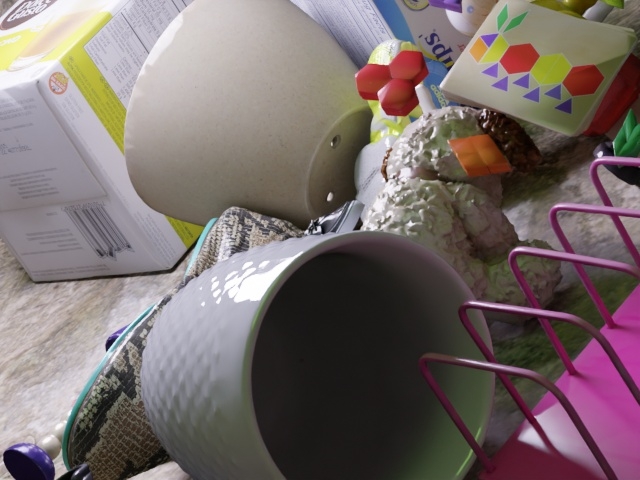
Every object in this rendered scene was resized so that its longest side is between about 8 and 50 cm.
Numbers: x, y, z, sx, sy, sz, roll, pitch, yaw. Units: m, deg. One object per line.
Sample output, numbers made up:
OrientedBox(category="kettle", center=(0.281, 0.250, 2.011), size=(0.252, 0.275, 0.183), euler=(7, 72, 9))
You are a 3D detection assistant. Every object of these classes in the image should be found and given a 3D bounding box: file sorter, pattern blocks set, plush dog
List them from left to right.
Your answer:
OrientedBox(category="plush dog", center=(0.121, -0.040, 1.902), size=(0.262, 0.211, 0.225), euler=(-8, 60, 45))
OrientedBox(category="pattern blocks set", center=(0.224, -0.182, 1.851), size=(0.325, 0.026, 0.285), euler=(33, 74, 35))
OrientedBox(category="file sorter", center=(0.261, 0.081, 1.612), size=(0.290, 0.182, 0.202), euler=(-46, 28, -24))

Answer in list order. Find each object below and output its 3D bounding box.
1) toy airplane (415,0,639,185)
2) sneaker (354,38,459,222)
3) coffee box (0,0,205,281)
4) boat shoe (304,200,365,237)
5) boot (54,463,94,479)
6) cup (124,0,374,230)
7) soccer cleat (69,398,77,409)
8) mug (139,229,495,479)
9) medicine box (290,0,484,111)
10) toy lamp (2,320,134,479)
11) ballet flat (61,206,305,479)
OrientedBox(category="toy airplane", center=(0.260, -0.237, 2.065), size=(0.384, 0.272, 0.386), euler=(-32, 31, 56))
OrientedBox(category="sneaker", center=(0.117, -0.123, 2.177), size=(0.091, 0.126, 0.240), euler=(1, 83, 58))
OrientedBox(category="coffee box", center=(-0.317, -0.179, 2.574), size=(0.338, 0.338, 0.334), euler=(-5, 38, 45))
OrientedBox(category="boat shoe", center=(0.000, 0.000, 1.845), size=(0.142, 0.040, 0.049), euler=(-52, 9, 47))
OrientedBox(category="boot", center=(-0.188, 0.360, 1.602), size=(0.118, 0.222, 0.338), euler=(-34, 25, -1))
OrientedBox(category="cup", center=(-0.054, -0.139, 2.279), size=(0.237, 0.331, 0.331), euler=(28, 62, 32))
OrientedBox(category="soccer cleat", center=(-0.308, 0.227, 2.211), size=(0.036, 0.029, 0.083), euler=(-27, 30, 5))
OrientedBox(category="mug", center=(-0.045, 0.181, 1.744), size=(0.328, 0.276, 0.374), euler=(-7, 64, 60))
OrientedBox(category="medicine box", center=(0.106, -0.290, 2.355), size=(0.149, 0.263, 0.289), euler=(-41, 26, -13))
OrientedBox(category="toy lamp", center=(-0.276, 0.191, 2.163), size=(0.080, 0.080, 0.274), euler=(-7, 30, 44))
OrientedBox(category="ballet flat", center=(-0.115, 0.112, 2.024), size=(0.182, 0.164, 0.483), euler=(7, 33, 19))
